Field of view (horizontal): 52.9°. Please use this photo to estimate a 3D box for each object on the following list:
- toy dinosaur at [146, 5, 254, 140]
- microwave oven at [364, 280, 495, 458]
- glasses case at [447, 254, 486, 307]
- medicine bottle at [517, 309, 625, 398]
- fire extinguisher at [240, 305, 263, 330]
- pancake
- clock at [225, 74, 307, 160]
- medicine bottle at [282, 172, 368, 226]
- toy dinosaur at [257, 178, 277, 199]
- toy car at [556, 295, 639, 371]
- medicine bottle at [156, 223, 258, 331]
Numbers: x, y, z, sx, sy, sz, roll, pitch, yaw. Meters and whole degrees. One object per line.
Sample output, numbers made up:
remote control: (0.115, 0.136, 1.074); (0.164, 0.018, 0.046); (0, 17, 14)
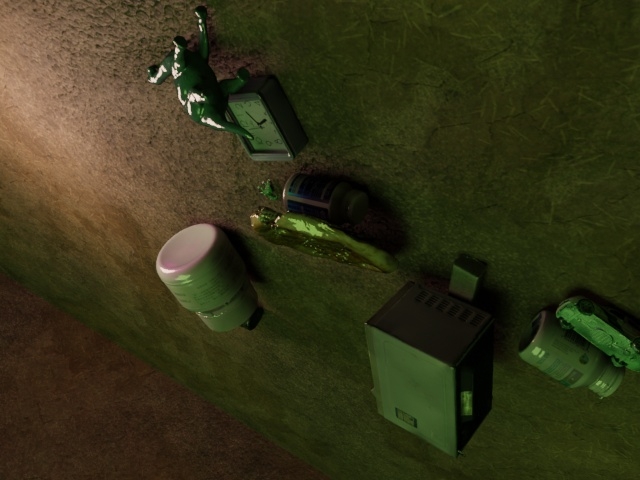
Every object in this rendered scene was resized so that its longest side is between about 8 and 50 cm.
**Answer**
toy dinosaur: (-0.282, -0.311, 1.441); (0.383, 0.130, 0.331); (65, 149, 10)
microwave oven: (0.291, 0.318, 1.630); (0.287, 0.218, 0.354); (21, 137, 36)
glasses case: (0.356, 0.120, 1.585); (0.071, 0.047, 0.204); (30, 150, 25)
medicine bottle: (0.583, 0.267, 1.491); (0.215, 0.135, 0.135); (31, 148, 6)
fire extinguisher: (-0.367, 0.222, 2.335); (0.311, 0.095, 0.114); (23, 180, 20)
pancake: (0.001, -0.001, 1.590); (0.383, 0.071, 0.382); (18, 171, 3)
clock: (-0.135, -0.276, 1.475); (0.145, 0.073, 0.193); (5, 138, 38)
medicine bottle: (0.013, -0.096, 1.550); (0.192, 0.107, 0.107); (15, 144, 28)
toy dinosaur: (-0.136, -0.132, 1.721); (0.062, 0.021, 0.083); (39, 153, -21)
toy car: (0.629, 0.194, 1.407); (0.224, 0.076, 0.090); (37, 151, 10)
medicine bottle: (-0.351, 0.124, 2.053); (0.241, 0.241, 0.301); (6, 139, 37)
